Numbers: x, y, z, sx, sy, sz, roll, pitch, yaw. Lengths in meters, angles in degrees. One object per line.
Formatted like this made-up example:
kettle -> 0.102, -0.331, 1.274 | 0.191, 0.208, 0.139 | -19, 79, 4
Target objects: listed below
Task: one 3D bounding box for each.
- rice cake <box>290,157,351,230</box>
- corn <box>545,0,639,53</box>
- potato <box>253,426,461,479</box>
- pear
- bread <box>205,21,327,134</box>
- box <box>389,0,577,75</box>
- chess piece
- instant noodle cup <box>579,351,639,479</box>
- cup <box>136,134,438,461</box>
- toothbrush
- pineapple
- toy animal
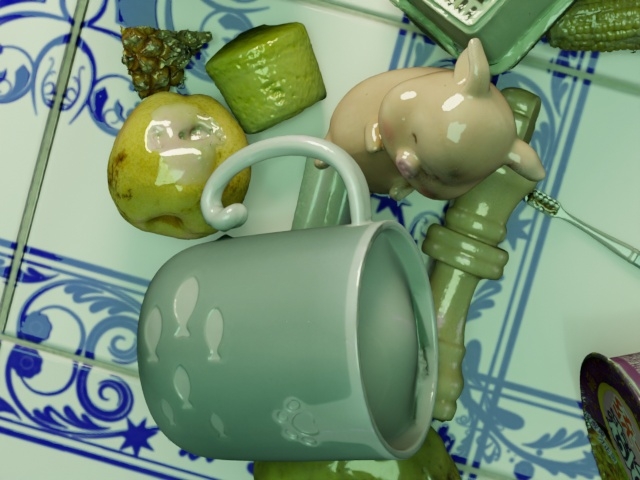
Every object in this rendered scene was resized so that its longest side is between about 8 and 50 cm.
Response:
rice cake -> -0.001, -0.001, 1.750 | 0.080, 0.042, 0.221 | 13, 94, 4
corn -> 0.407, -0.258, 1.683 | 0.288, 0.086, 0.086 | -2, 94, 5
potato -> 0.045, 0.281, 1.713 | 0.228, 0.148, 0.197 | -19, 98, 17
pear -> -0.163, -0.091, 1.691 | 0.178, 0.178, 0.178 | 0, 95, 4
bread -> -0.063, -0.195, 1.711 | 0.129, 0.111, 0.114 | -24, 101, 9
box -> 0.212, -0.343, 1.623 | 0.290, 0.166, 0.220 | -47, 65, 6
chess piece -> 0.174, 0.011, 1.707 | 0.117, 0.117, 0.397 | 22, 94, 2
instant noodle cup -> 0.475, 0.244, 1.620 | 0.266, 0.340, 0.340 | -18, 93, -7
cup -> -0.046, 0.067, 1.581 | 0.274, 0.259, 0.356 | -6, 93, 22
toothbrush -> 0.394, 0.030, 1.733 | 0.342, 0.030, 0.025 | 30, 100, -1
pineapple -> -0.185, -0.229, 1.741 | 0.114, 0.077, 0.114 | -18, 128, -6
toy animal -> 0.117, -0.120, 1.626 | 0.166, 0.250, 0.154 | 42, 65, -31
